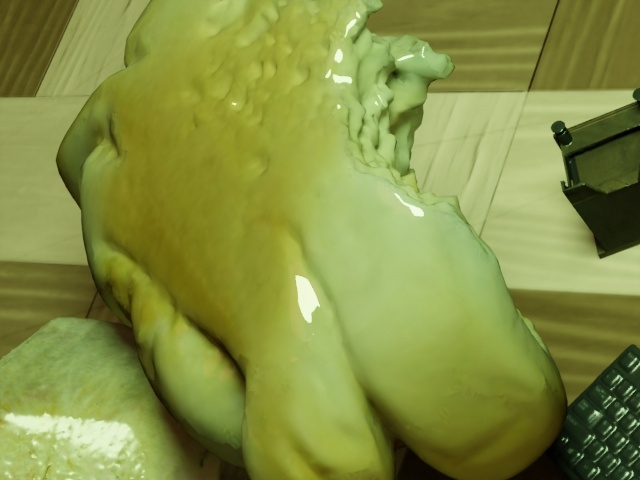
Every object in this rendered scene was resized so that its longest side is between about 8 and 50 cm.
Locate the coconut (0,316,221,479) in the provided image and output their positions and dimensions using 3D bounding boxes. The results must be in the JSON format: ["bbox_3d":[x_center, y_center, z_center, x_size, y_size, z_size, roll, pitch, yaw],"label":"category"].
[{"bbox_3d":[-0.173,0.166,1.371,0.237,0.237,0.197,-42,86,1],"label":"coconut"}]

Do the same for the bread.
[{"bbox_3d":[-0.020,-0.005,1.266,0.245,0.329,0.424,-26,46,-10],"label":"bread"}]

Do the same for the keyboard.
[{"bbox_3d":[0.251,0.177,1.189,0.101,0.018,0.310,-44,45,0],"label":"keyboard"}]

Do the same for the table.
[{"bbox_3d":[0.206,-0.049,1.338,0.083,0.082,0.070,-21,50,20],"label":"table"}]
